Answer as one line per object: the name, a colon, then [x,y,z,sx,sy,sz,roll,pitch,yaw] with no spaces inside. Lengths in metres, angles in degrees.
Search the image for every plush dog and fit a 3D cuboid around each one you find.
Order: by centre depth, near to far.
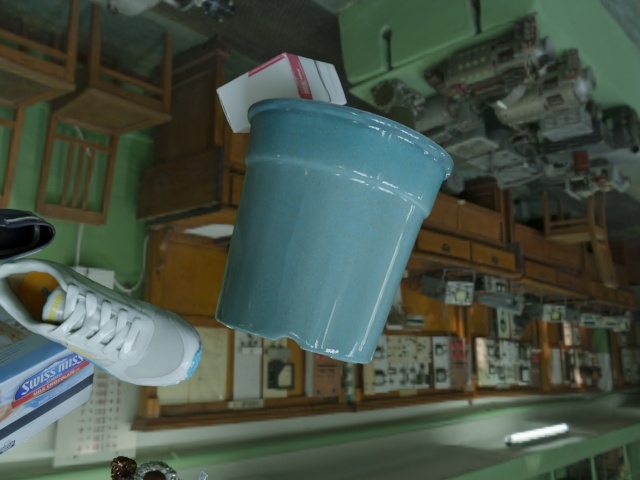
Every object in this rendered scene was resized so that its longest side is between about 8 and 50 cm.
plush dog: [-0.398,0.610,1.408,0.225,0.262,0.210,5,177,24]

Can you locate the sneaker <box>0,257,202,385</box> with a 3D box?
sneaker: [-0.231,0.086,0.627,0.228,0.087,0.092,20,171,12]

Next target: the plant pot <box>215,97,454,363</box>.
plant pot: [0.000,0.000,0.969,0.341,0.334,0.341,17,173,2]

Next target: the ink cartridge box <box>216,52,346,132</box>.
ink cartridge box: [-0.067,-0.275,1.173,0.158,0.092,0.218,-20,-177,26]

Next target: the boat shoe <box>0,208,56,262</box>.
boat shoe: [-0.396,-0.005,0.692,0.065,0.075,0.206,5,-172,26]

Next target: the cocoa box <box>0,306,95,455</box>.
cocoa box: [-0.693,0.286,1.317,0.231,0.228,0.347,32,-148,20]
